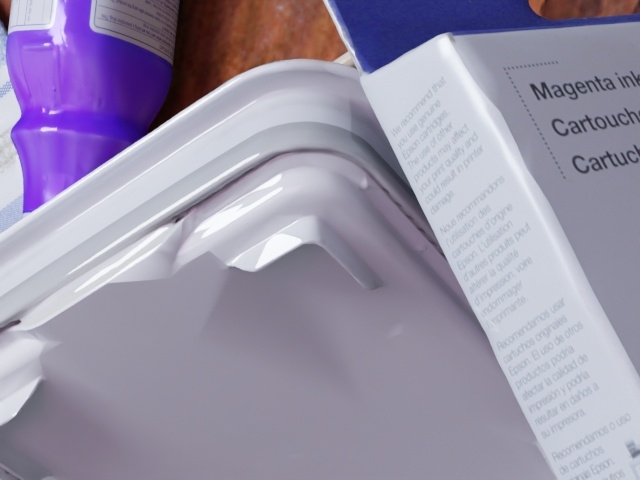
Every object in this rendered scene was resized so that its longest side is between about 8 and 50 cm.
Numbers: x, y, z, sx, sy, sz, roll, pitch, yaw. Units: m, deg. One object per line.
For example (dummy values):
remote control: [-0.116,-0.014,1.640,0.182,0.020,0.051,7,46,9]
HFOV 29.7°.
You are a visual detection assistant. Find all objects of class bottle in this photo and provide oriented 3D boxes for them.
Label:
bottle: [-0.151,-0.133,0.804,0.092,0.118,0.282,3,85,26]

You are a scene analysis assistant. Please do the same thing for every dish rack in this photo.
dish rack: [-0.013,0.094,0.599,0.286,0.333,0.072,-30,36,20]

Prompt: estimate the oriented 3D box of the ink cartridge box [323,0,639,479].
ink cartridge box: [0.192,-0.025,0.533,0.071,0.324,0.330,-45,64,50]

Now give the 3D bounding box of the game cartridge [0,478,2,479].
game cartridge: [-0.241,0.312,0.816,0.230,0.068,0.355,-26,73,15]

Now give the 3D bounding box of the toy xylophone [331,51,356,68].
toy xylophone: [0.000,0.000,0.737,0.323,0.081,0.236,-35,70,16]

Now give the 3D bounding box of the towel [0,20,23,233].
towel: [-0.293,-0.064,0.905,0.209,0.034,0.285,-37,71,13]
